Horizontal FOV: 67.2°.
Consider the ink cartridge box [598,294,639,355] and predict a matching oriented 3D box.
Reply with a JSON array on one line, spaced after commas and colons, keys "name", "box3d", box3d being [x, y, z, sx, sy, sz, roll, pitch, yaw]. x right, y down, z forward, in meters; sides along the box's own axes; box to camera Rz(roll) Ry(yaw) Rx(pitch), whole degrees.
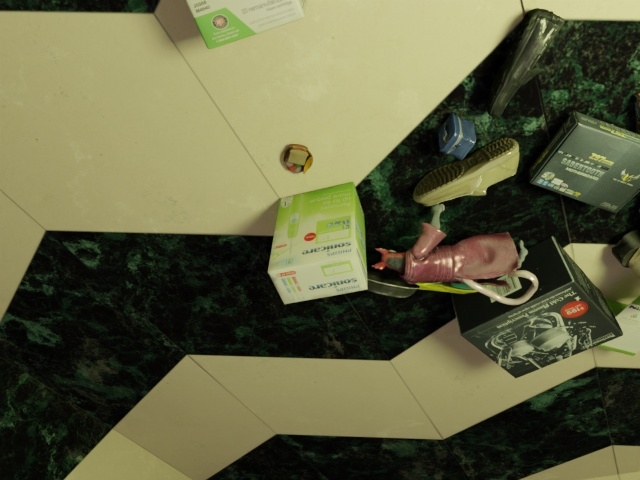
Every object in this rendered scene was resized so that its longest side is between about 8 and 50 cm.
[{"name": "ink cartridge box", "box3d": [0.952, 0.227, 1.476, 0.189, 0.097, 0.255, 15, 129, -10]}]

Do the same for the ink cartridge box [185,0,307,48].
[{"name": "ink cartridge box", "box3d": [-0.161, -0.512, 0.844, 0.198, 0.114, 0.272, -13, 130, 14]}]

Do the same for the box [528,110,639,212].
[{"name": "box", "box3d": [0.638, -0.176, 1.117, 0.233, 0.059, 0.183, 19, 136, -3]}]

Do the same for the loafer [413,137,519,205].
[{"name": "loafer", "box3d": [0.355, -0.144, 1.162, 0.269, 0.102, 0.092, -25, 120, 22]}]

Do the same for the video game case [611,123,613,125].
[{"name": "video game case", "box3d": [0.632, -0.218, 1.144, 0.122, 0.011, 0.087, -17, 129, 17]}]

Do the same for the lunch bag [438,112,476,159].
[{"name": "lunch bag", "box3d": [0.302, -0.233, 1.086, 0.065, 0.098, 0.067, 20, 135, -11]}]

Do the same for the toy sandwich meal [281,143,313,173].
[{"name": "toy sandwich meal", "box3d": [-0.056, -0.197, 1.180, 0.086, 0.029, 0.085, 1, 132, 1]}]

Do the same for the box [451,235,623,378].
[{"name": "box", "box3d": [0.626, 0.210, 1.418, 0.312, 0.179, 0.343, 37, 124, -28]}]

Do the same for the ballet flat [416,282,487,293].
[{"name": "ballet flat", "box3d": [0.371, 0.122, 1.427, 0.231, 0.077, 0.077, 5, 146, 5]}]

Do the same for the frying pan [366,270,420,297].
[{"name": "frying pan", "box3d": [0.107, 0.101, 1.313, 0.326, 0.197, 0.053, 12, 94, 2]}]

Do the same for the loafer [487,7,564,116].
[{"name": "loafer", "box3d": [0.414, -0.353, 0.988, 0.078, 0.076, 0.223, 17, 127, -2]}]

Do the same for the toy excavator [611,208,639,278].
[{"name": "toy excavator", "box3d": [1.050, -0.038, 1.189, 0.445, 0.222, 0.433, -3, 133, -14]}]

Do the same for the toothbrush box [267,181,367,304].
[{"name": "toothbrush box", "box3d": [0.000, 0.000, 1.186, 0.206, 0.283, 0.122, -11, 131, 13]}]

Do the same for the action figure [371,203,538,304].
[{"name": "action figure", "box3d": [0.318, 0.073, 1.254, 0.370, 0.275, 0.248, -2, 136, -5]}]

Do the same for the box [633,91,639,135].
[{"name": "box", "box3d": [0.822, -0.289, 1.049, 0.233, 0.044, 0.159, -19, 129, 19]}]
